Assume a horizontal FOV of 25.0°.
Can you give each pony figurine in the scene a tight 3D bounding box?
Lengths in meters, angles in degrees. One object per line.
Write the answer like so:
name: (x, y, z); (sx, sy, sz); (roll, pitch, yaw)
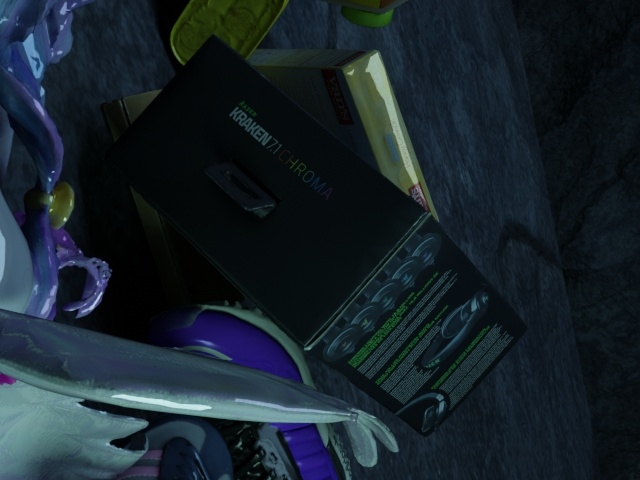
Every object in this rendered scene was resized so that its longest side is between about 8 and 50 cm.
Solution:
pony figurine: (-0.183, 0.020, 0.670); (0.351, 0.303, 0.363); (4, 72, -37)

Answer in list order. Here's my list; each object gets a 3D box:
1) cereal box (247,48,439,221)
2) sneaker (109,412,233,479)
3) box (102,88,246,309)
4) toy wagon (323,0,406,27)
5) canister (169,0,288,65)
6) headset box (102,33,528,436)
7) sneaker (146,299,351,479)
cereal box: (0.002, -0.095, 1.357); (0.047, 0.240, 0.173); (-31, 113, -25)
sneaker: (-0.092, 0.186, 0.865); (0.112, 0.131, 0.319); (59, 24, -11)
box: (-0.115, -0.031, 1.238); (0.164, 0.021, 0.201); (-34, 107, -71)
toy wagon: (0.051, -0.346, 1.461); (0.068, 0.344, 0.267); (-72, 175, -57)
canister: (-0.072, -0.230, 1.372); (0.073, 0.126, 0.170); (36, 22, -6)
headset box: (0.000, 0.000, 1.119); (0.246, 0.131, 0.283); (42, 0, 30)
sneaker: (-0.047, 0.176, 1.132); (0.146, 0.102, 0.293); (-86, 154, -45)
